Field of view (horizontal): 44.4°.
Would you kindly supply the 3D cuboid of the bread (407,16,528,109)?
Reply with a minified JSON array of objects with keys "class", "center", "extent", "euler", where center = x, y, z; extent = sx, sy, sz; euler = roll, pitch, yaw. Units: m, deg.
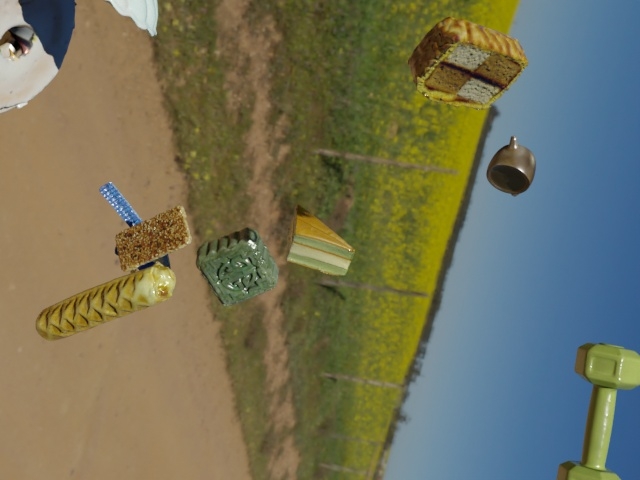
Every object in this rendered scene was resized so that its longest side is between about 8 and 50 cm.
[{"class":"bread","center":[0.309,-0.370,1.652],"extent":[0.181,0.222,0.096],"euler":[-52,-142,44]}]

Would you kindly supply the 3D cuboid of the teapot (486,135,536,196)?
[{"class":"teapot","center":[0.323,-0.121,1.305],"extent":[0.068,0.076,0.121],"euler":[-61,146,-28]}]

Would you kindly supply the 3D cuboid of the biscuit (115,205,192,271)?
[{"class":"biscuit","center":[-0.479,-0.005,2.234],"extent":[0.025,0.231,0.131],"euler":[41,27,-64]}]

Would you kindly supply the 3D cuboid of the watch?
[{"class":"watch","center":[-0.595,-0.016,2.519],"extent":[0.274,0.068,0.276],"euler":[45,18,-52]}]

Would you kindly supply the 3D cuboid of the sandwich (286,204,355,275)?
[{"class":"sandwich","center":[0.000,0.000,2.215],"extent":[0.144,0.187,0.117],"euler":[-80,-172,-51]}]

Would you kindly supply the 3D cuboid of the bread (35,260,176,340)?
[{"class":"bread","center":[-0.413,0.122,1.484],"extent":[0.077,0.368,0.084],"euler":[40,44,-39]}]

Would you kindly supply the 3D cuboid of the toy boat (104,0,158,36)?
[{"class":"toy boat","center":[-0.408,-0.501,1.510],"extent":[0.100,0.199,0.290],"euler":[-56,156,7]}]

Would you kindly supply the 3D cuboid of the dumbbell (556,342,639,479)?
[{"class":"dumbbell","center":[0.513,0.341,1.444],"extent":[0.108,0.121,0.301],"euler":[14,85,-59]}]

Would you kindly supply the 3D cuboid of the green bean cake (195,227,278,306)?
[{"class":"green bean cake","center":[-0.223,0.074,2.127],"extent":[0.094,0.185,0.183],"euler":[-95,161,-60]}]

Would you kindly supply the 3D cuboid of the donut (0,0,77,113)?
[{"class":"donut","center":[-0.680,-0.440,1.638],"extent":[0.382,0.142,0.382],"euler":[-53,167,-18]}]
